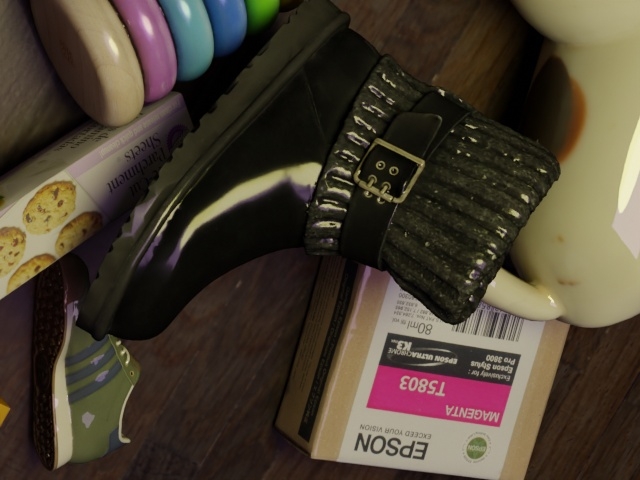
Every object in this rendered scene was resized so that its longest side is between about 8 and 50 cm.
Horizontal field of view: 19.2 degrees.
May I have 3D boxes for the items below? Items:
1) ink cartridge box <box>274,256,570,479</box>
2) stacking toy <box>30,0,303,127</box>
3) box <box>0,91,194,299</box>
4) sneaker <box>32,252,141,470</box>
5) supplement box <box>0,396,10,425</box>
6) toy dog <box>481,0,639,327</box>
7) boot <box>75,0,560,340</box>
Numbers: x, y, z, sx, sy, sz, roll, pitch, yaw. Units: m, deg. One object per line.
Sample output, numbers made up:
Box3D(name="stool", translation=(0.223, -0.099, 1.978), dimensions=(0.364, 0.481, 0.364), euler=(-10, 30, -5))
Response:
Box3D(name="ink cartridge box", translation=(0.098, 0.112, 1.739), dimensions=(0.234, 0.088, 0.193), euler=(10, 100, -28))
Box3D(name="stacking toy", translation=(-0.065, -0.224, 1.547), dimensions=(0.330, 0.141, 0.141), euler=(-30, 115, -19))
Box3D(name="box", translation=(-0.227, -0.020, 1.494), dimensions=(0.324, 0.063, 0.067), euler=(-37, 120, -38))
Box3D(name="sneaker", translation=(-0.196, 0.100, 1.618), dimensions=(0.086, 0.064, 0.192), euler=(-5, 108, -31))
Box3D(name="supplement box", translation=(-0.387, 0.160, 1.505), dimensions=(0.191, 0.129, 0.194), euler=(29, 91, -29))
Box3D(name="toy dog", translation=(0.265, -0.154, 1.656), dimensions=(0.395, 0.284, 0.408), euler=(-13, 106, -8))
Box3D(name="boot", translation=(0.001, -0.001, 1.485), dimensions=(0.260, 0.131, 0.348), euler=(39, 80, 1))
